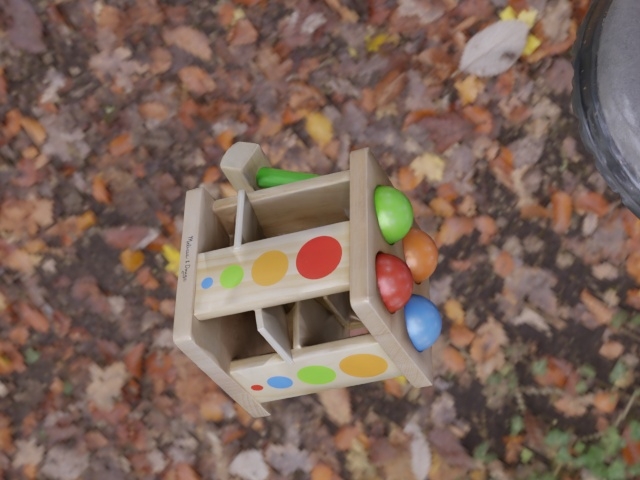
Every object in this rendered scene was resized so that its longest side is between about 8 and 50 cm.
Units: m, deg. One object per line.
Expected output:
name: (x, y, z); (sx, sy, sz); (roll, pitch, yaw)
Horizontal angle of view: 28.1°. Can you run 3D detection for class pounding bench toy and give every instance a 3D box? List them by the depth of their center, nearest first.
pounding bench toy: (0.000, 0.000, 0.379); (0.065, 0.083, 0.052); (-13, 143, 19)

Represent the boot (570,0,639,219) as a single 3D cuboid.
boot: (0.276, -0.158, 0.648); (0.118, 0.338, 0.223); (45, 146, -15)
